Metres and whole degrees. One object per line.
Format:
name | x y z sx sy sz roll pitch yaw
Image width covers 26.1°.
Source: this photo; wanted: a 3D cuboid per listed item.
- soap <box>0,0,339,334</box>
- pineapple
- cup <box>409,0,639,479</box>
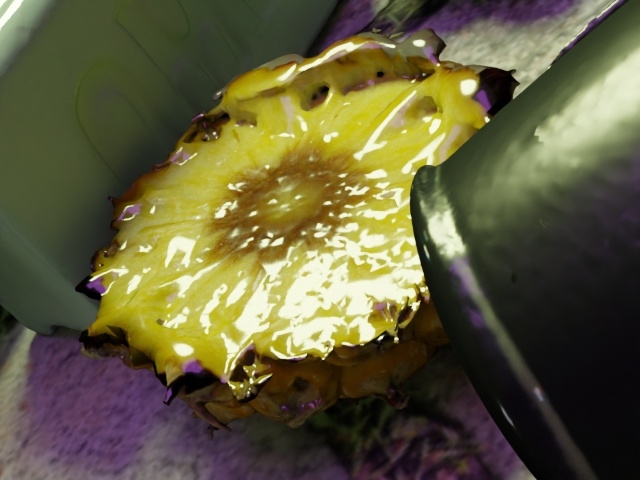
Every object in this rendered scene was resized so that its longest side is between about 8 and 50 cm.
soap | -0.097 -0.099 0.694 0.087 0.160 0.265 6 55 39
pineapple | 0.000 0.000 0.590 0.224 0.076 0.225 -18 42 17
cup | 0.126 -0.013 0.449 0.176 0.169 0.223 -35 34 15
